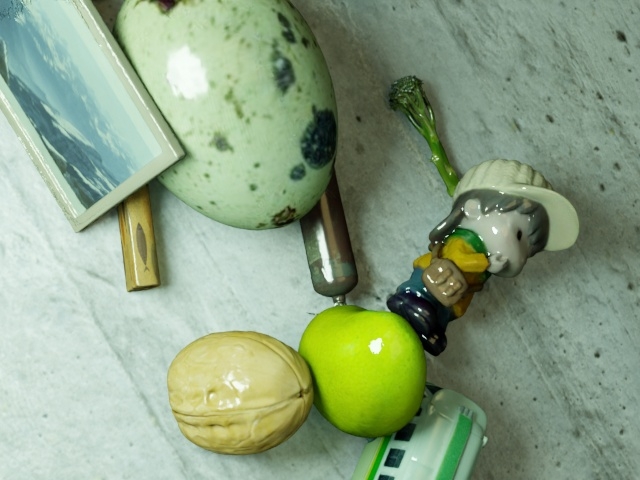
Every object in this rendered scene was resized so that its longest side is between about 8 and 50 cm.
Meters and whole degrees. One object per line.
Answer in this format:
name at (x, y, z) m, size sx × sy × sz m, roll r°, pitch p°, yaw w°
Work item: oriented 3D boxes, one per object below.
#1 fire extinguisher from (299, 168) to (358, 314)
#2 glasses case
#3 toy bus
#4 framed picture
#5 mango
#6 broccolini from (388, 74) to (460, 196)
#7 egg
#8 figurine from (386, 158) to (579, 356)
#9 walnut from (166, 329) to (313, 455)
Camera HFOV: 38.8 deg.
fire extinguisher at (0.000, 0.000, 1.367) m, size 0.089 × 0.072 × 0.268 m, roll -13°, pitch 84°, yaw 8°
glasses case at (-0.251, -0.018, 1.249) m, size 0.041 × 0.064 × 0.170 m, roll -5°, pitch 81°, yaw -27°
toy bus at (0.133, 0.337, 1.298) m, size 0.133 × 0.164 × 0.276 m, roll 32°, pitch 68°, yaw -17°
framed picture at (-0.333, -0.199, 1.155) m, size 0.022 × 0.247 × 0.335 m, roll -35°, pitch 95°, yaw -50°
mango at (0.058, 0.181, 1.237) m, size 0.149 × 0.273 × 0.186 m, roll -19°, pitch 95°, yaw -18°
broccolini at (0.173, -0.167, 1.497) m, size 0.058 × 0.067 × 0.216 m, roll -26°, pitch 99°, yaw -24°
egg at (-0.122, -0.189, 1.221) m, size 0.287 × 0.287 × 0.379 m, roll -43°, pitch 107°, yaw -26°
figurine at (0.234, 0.009, 1.430) m, size 0.332 × 0.204 × 0.185 m, roll -35°, pitch 139°, yaw -6°
walnut at (-0.108, 0.201, 1.200) m, size 0.165 × 0.197 × 0.165 m, roll -5°, pitch 96°, yaw -56°
